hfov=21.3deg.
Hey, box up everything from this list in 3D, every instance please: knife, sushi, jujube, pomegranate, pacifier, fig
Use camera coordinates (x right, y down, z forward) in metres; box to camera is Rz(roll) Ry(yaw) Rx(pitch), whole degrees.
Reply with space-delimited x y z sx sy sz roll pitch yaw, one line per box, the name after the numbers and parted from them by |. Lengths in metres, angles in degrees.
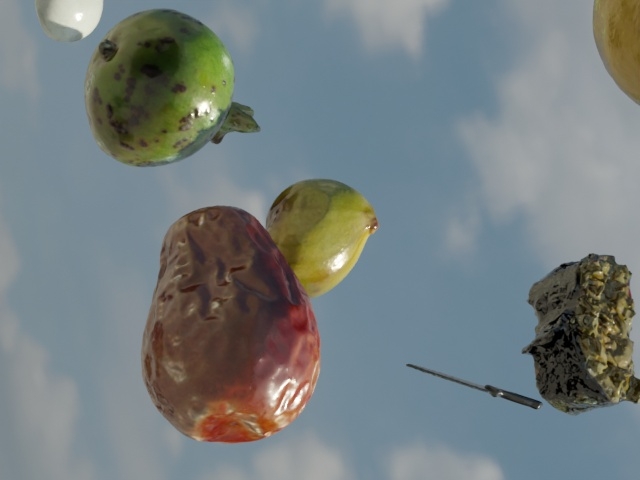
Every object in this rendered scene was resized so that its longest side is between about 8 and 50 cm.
0.171 0.160 1.869 0.023 0.170 0.010 -138 -114 -73 | knife
0.337 0.113 2.197 0.115 0.147 0.212 -32 -139 45 | sushi
-0.099 0.086 1.793 0.190 0.190 0.255 117 -35 -61 | jujube
-0.192 -0.186 2.213 0.211 0.263 0.211 -27 -132 35 | pomegranate
-0.270 -0.321 1.976 0.227 0.279 0.207 41 -63 24 | pacifier
-0.011 -0.002 1.991 0.153 0.121 0.136 -56 -178 16 | fig

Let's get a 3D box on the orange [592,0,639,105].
0.455 -0.265 1.977 0.279 0.279 0.235 38 -33 57 | orange
